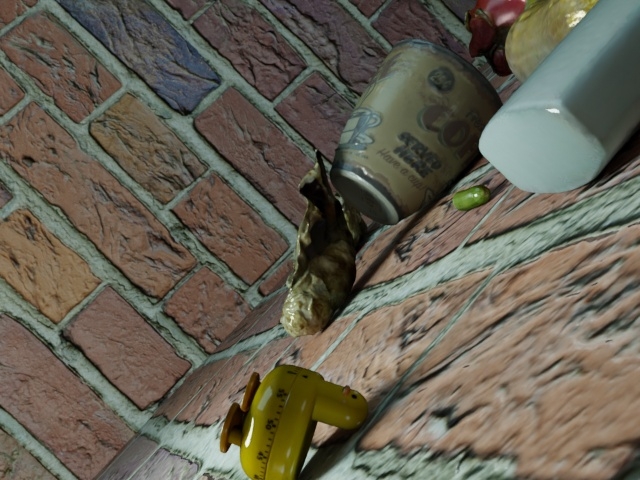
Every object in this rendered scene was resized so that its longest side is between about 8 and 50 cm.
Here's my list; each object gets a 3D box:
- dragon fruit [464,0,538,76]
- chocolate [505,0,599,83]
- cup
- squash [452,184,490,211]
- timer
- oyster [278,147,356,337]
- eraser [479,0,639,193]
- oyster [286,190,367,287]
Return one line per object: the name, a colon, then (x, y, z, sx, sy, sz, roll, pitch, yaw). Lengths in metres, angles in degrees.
dragon fruit: (0.361, -0.396, 1.608, 0.227, 0.224, 0.224, -26, -5, -24)
chocolate: (0.318, -0.252, 1.141, 0.134, 0.134, 0.309, -46, 7, -6)
cup: (0.143, -0.147, 1.543, 0.257, 0.227, 0.301, -51, -25, -13)
squash: (0.189, -0.053, 1.144, 0.027, 0.027, 0.083, -46, 4, -9)
timer: (-0.020, 0.160, 0.787, 0.107, 0.109, 0.107, 17, -90, -82)
oyster: (0.001, 0.000, 1.426, 0.094, 0.294, 0.166, 0, -2, 25)
eraser: (0.283, -0.179, 0.836, 0.290, 0.104, 0.189, -47, 8, -11)
oyster: (0.029, -0.008, 1.936, 0.166, 0.110, 0.341, -50, 4, 24)
